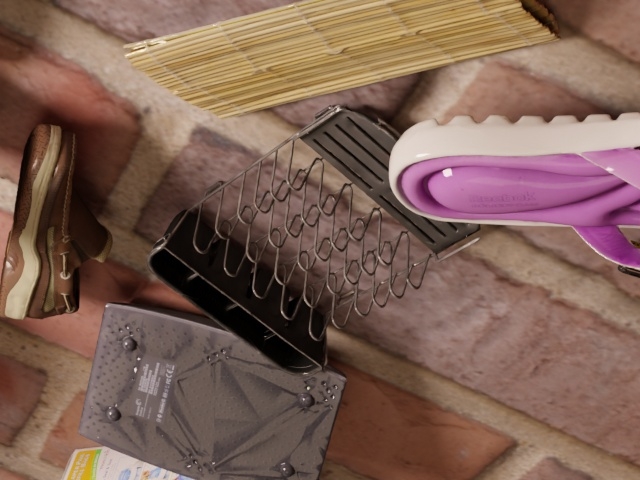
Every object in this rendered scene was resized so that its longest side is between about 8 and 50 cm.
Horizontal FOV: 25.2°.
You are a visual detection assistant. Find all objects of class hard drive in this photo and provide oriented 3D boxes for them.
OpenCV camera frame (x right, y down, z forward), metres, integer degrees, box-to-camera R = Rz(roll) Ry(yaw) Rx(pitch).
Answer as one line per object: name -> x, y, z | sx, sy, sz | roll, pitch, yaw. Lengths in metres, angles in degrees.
hard drive -> -0.109, 0.161, 1.462 | 0.255, 0.054, 0.172 | 17, 111, 5

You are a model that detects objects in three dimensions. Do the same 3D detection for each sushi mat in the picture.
sushi mat -> 0.015, -0.156, 1.130 | 0.316, 0.019, 0.151 | -10, 162, 24

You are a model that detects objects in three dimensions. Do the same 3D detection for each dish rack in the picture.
dish rack -> 0.000, 0.000, 1.301 | 0.208, 0.074, 0.271 | 38, 132, -24

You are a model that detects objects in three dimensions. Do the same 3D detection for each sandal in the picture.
sandal -> 0.255, -0.025, 1.123 | 0.416, 0.102, 0.169 | 0, 153, 23

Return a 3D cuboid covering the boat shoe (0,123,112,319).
boat shoe -> -0.242, -0.015, 1.350 | 0.095, 0.095, 0.257 | 9, 144, -14

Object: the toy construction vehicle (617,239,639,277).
toy construction vehicle -> 0.300, -0.007, 1.247 | 0.098, 0.035, 0.086 | 15, 126, -4

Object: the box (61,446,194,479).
box -> -0.190, 0.303, 1.641 | 0.203, 0.103, 0.114 | -9, 131, 23
